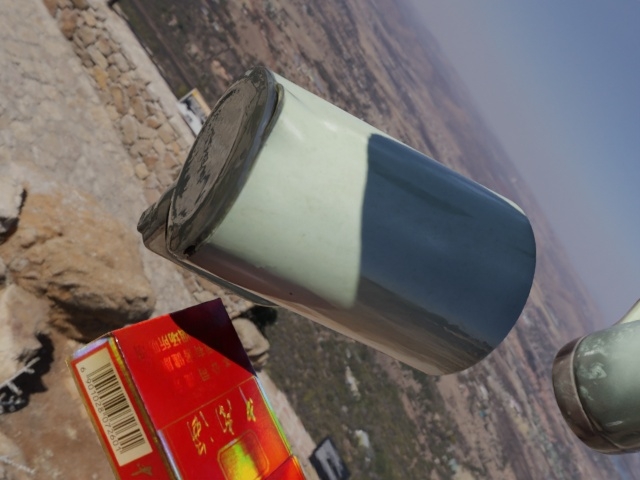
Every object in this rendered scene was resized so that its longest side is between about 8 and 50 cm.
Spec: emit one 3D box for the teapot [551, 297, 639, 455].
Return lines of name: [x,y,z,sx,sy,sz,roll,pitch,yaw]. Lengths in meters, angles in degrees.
teapot: [0.628,0.216,1.128,0.233,0.312,0.315,32,54,-11]

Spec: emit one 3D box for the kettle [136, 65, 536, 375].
kettle: [0.000,0.000,0.764,0.377,0.361,0.250,26,59,-27]

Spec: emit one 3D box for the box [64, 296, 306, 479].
box: [-0.131,0.236,0.703,0.313,0.089,0.197,64,24,6]
